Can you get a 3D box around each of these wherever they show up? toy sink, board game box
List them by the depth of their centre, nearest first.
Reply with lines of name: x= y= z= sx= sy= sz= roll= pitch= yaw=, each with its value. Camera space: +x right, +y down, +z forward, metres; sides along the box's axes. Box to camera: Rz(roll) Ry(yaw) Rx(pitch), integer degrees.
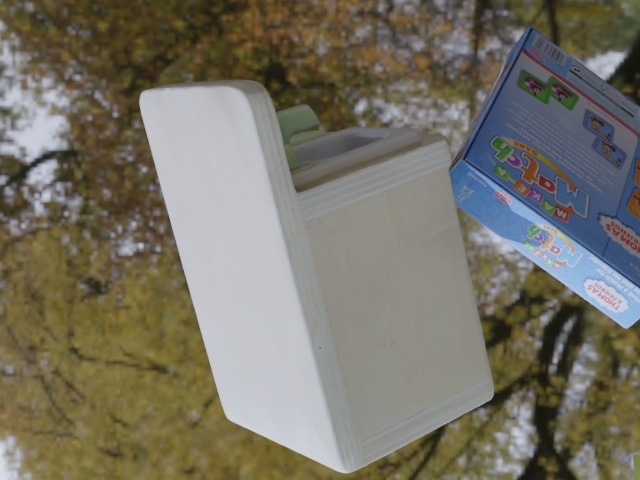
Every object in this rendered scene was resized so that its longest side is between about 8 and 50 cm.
toy sink: x=0.000 y=0.000 z=0.733 sx=0.131 sy=0.234 sz=0.153 roll=-22 pitch=-164 yaw=-29
board game box: x=0.183 y=-0.054 z=0.839 sx=0.160 sy=0.039 sz=0.211 roll=36 pitch=-141 yaw=-3

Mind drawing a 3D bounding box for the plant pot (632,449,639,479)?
plant pot: x=0.316 y=0.283 z=0.681 sx=0.275 sy=0.293 sz=0.275 roll=6 pitch=171 yaw=1
